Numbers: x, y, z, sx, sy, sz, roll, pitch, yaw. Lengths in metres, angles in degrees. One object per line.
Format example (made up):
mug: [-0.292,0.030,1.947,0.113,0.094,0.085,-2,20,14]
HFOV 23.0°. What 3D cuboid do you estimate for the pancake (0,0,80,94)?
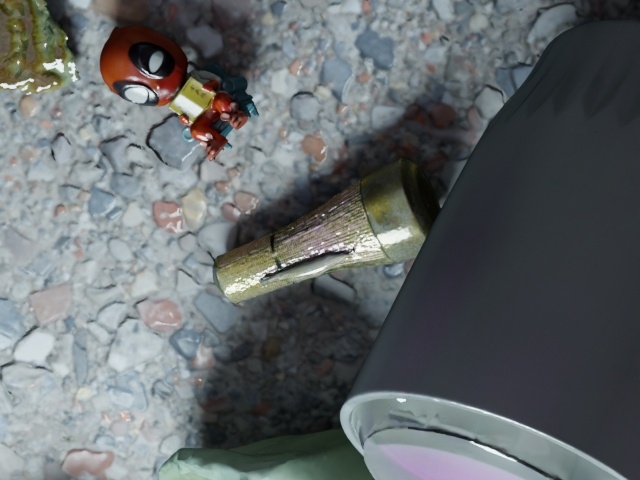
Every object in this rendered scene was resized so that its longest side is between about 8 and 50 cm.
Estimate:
pancake: [-0.351,-0.277,1.272,0.305,0.067,0.426,-1,107,-4]

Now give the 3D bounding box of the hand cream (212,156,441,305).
hand cream: [0.000,0.000,1.328,0.203,0.084,0.084,-20,106,16]

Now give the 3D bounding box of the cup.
cup: [0.193,0.039,1.159,0.253,0.253,0.371,28,68,-6]

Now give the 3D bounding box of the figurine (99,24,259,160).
figurine: [-0.120,-0.129,1.291,0.140,0.075,0.068,38,108,2]

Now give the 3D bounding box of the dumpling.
dumpling: [0.007,0.287,1.351,0.270,0.212,0.320,-25,94,14]
